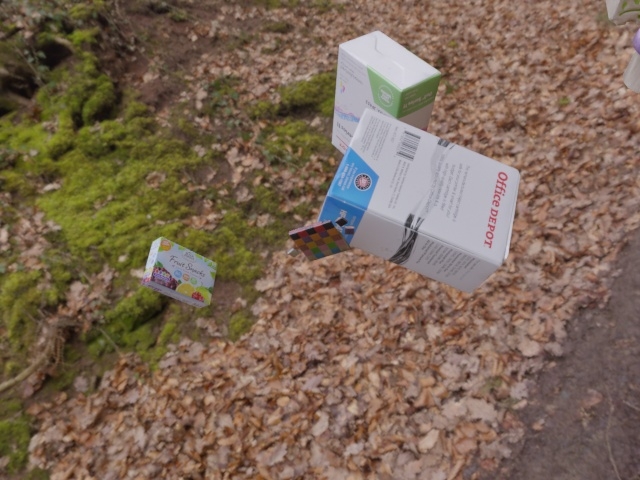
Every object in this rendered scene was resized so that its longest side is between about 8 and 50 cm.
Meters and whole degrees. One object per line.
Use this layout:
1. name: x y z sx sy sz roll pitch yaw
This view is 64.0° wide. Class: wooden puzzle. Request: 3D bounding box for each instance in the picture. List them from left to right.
1. wooden puzzle: 0.000 0.000 0.547 0.083 0.049 0.006 -17 45 21

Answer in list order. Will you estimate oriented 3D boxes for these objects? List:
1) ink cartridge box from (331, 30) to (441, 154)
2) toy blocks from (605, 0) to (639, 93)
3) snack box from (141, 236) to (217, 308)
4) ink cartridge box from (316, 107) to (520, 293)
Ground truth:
1. ink cartridge box: 0.136 -0.272 1.206 0.119 0.207 0.353 -31 -31 -23
2. toy blocks: 0.417 -0.295 0.420 0.288 0.260 0.309 4 60 9
3. snack box: -0.284 0.068 1.047 0.037 0.141 0.100 -24 49 37
4. ink cartridge box: 0.116 -0.047 0.607 0.086 0.203 0.148 112 -179 -57
